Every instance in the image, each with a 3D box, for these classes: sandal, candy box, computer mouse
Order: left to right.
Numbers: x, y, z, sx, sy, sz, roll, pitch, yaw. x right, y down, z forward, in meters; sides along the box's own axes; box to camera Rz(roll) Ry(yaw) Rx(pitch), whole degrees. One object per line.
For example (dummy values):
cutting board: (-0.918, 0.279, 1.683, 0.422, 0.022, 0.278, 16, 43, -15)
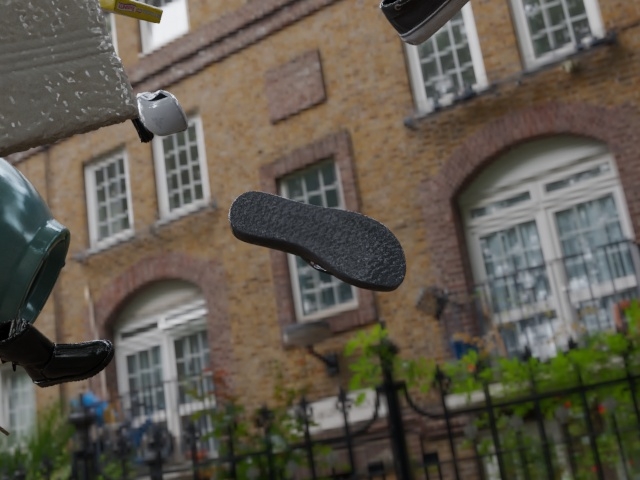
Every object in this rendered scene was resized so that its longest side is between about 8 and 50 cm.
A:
candy box: (-0.341, -0.355, 1.527, 0.206, 0.027, 0.105, 19, 12, 29)
computer mouse: (-0.259, -0.190, 1.566, 0.042, 0.106, 0.193, -34, 22, -22)
sandal: (0.000, -0.001, 1.421, 0.254, 0.097, 0.054, 22, -26, 11)

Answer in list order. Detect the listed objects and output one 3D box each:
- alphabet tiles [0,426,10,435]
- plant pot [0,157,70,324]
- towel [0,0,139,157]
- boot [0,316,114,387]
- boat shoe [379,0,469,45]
alphabet tiles: (-0.609, 0.213, 1.619, 0.198, 0.009, 0.237, 19, -25, 38)
plant pot: (-0.469, 0.024, 1.438, 0.196, 0.293, 0.293, 25, -22, -1)
towel: (-0.361, -0.200, 1.250, 0.282, 0.187, 0.049, -23, 4, -41)
boot: (-0.308, 0.120, 1.178, 0.121, 0.045, 0.099, -18, -45, 20)
boat shoe: (0.160, -0.331, 1.213, 0.076, 0.080, 0.228, 38, -71, -27)
